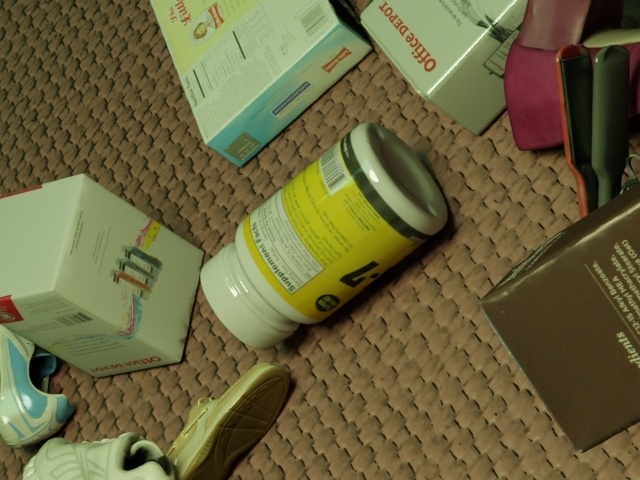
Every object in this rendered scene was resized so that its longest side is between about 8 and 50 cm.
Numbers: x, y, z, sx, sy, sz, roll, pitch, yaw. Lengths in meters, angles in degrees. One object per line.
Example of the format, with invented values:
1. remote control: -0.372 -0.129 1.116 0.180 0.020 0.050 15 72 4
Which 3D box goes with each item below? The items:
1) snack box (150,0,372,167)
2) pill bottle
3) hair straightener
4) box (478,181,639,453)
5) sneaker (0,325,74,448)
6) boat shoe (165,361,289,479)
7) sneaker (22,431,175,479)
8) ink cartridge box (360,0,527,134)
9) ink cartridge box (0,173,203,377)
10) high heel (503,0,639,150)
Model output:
1. snack box: -0.076 -0.245 1.948 0.187 0.060 0.322 -41 43 18
2. pill bottle: 0.000 0.000 1.675 0.208 0.119 0.119 -38 44 21
3. hair straightener: 0.231 -0.039 1.461 0.089 0.047 0.230 4 98 49
4. box: 0.315 -0.020 1.291 0.381 0.191 0.143 -36 88 27
5. sneaker: -0.324 0.115 1.947 0.086 0.085 0.237 -26 53 -10
6. boat shoe: -0.097 0.170 1.705 0.170 0.063 0.059 -51 47 8
7. sneaker: -0.188 0.224 1.694 0.118 0.110 0.292 -60 23 -2
8. ink cartridge box: 0.156 -0.220 1.686 0.208 0.087 0.153 -45 42 12
9. ink cartridge box: -0.224 0.038 1.828 0.128 0.176 0.127 -12 55 39
10. high heel: 0.308 -0.105 1.492 0.377 0.127 0.181 29 125 41
